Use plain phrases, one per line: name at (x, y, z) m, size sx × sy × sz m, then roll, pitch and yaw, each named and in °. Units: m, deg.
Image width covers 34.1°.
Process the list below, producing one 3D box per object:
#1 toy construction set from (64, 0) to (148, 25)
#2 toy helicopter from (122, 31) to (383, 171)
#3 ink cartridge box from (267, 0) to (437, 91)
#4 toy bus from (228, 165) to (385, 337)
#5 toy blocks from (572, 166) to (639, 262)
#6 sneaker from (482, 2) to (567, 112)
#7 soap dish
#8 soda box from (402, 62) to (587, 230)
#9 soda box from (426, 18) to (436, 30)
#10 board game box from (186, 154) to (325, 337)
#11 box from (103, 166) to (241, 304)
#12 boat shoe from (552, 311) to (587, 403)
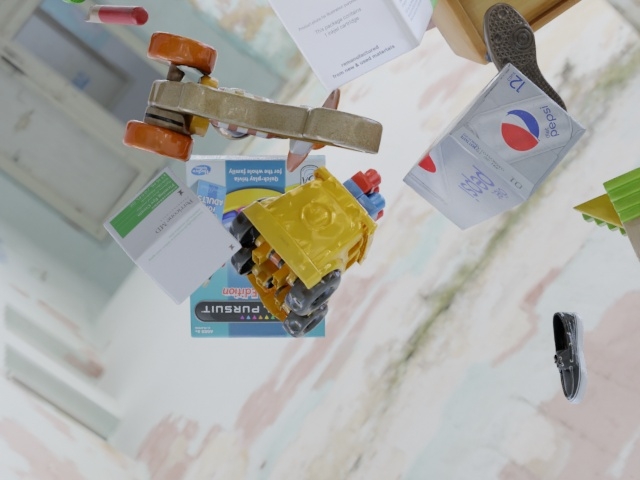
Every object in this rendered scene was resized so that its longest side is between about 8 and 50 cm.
toy construction set at (-0.297, -0.431, 1.316) m, size 0.237 × 0.257 × 0.308 m, roll 15°, pitch -74°, yaw 49°
toy helicopter at (-0.049, -0.133, 1.202) m, size 0.355 × 0.235 × 0.140 m, roll 17°, pitch -88°, yaw 49°
ink cartridge box at (0.002, -0.320, 1.048) m, size 0.115 × 0.273 × 0.198 m, roll -23°, pitch -157°, yaw 28°
toy bus at (0.000, 0.000, 1.385) m, size 0.211 × 0.149 × 0.220 m, roll -37°, pitch 164°, yaw -19°
toy blocks at (0.468, 0.045, 1.308) m, size 0.191 × 0.261 × 0.381 m, roll -25°, pitch 169°, yaw 18°
sneaker at (0.258, -0.224, 1.387) m, size 0.066 × 0.188 × 0.071 m, roll -32°, pitch -166°, yaw -11°
soap dish at (0.276, -0.394, 1.452) m, size 0.291 × 0.229 × 0.118 m, roll -34°, pitch -130°, yaw 10°
soda box at (0.166, -0.085, 1.067) m, size 0.091 × 0.098 × 0.286 m, roll -49°, pitch 180°, yaw -6°
soda box at (0.208, -0.426, 1.573) m, size 0.092 × 0.083 × 0.263 m, roll -31°, pitch 171°, yaw -38°
board game box at (-0.116, 0.011, 1.937) m, size 0.079 × 0.254 × 0.336 m, roll -92°, pitch -179°, yaw -78°
box at (-0.166, -0.005, 1.176) m, size 0.101 × 0.102 × 0.087 m, roll -43°, pitch -130°, yaw -5°
boat shoe at (0.368, 0.174, 1.559) m, size 0.049 × 0.040 × 0.142 m, roll 132°, pitch -34°, yaw -60°
